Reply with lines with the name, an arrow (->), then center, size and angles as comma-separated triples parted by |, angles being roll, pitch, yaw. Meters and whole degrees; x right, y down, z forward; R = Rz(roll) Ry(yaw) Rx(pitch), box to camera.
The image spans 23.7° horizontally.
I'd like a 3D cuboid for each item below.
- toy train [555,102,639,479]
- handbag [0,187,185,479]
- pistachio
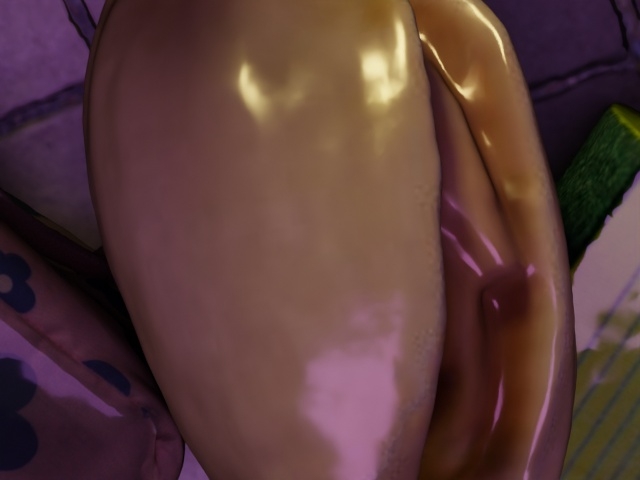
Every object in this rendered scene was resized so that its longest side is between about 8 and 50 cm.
toy train -> 0.210, 0.069, 0.740 | 0.272, 0.179, 0.442 | 30, 105, -3
handbag -> -0.192, 0.037, 0.700 | 0.251, 0.193, 0.190 | 42, 108, -16
pistachio -> 0.000, 0.000, 0.650 | 0.193, 0.318, 0.214 | 5, 152, -34
